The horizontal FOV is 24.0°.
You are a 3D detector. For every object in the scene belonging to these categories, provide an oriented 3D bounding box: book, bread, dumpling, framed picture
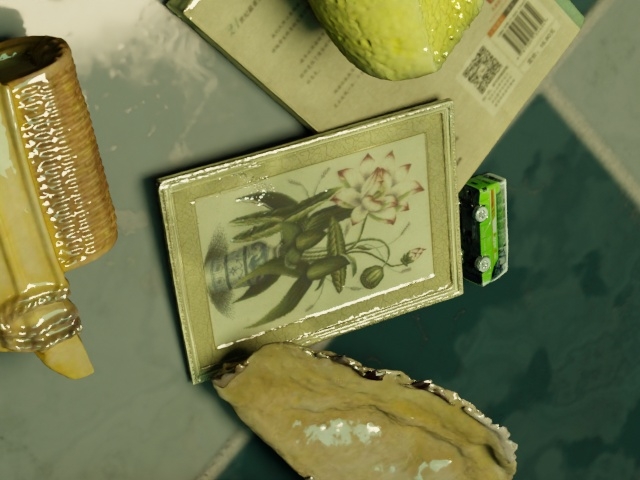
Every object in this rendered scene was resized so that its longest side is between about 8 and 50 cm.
[{"bbox_3d":[0.054,-0.162,1.076,0.215,0.025,0.282,-51,125,-4],"label":"book"},{"bbox_3d":[0.042,-0.178,0.979,0.129,0.111,0.114,-51,134,-35],"label":"bread"},{"bbox_3d":[0.065,0.157,1.169,0.166,0.086,0.332,-29,127,14],"label":"dumpling"},{"bbox_3d":[0.000,0.000,1.099,0.231,0.010,0.173,-18,122,-17],"label":"framed picture"}]

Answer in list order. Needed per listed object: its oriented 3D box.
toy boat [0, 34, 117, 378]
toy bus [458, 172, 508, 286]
[{"bbox_3d":[-0.195,-0.054,0.937,0.115,0.089,0.310,-16,116,-14],"label":"toy boat"},{"bbox_3d":[0.126,-0.008,1.174,0.037,0.031,0.083,-21,118,-32],"label":"toy bus"}]
